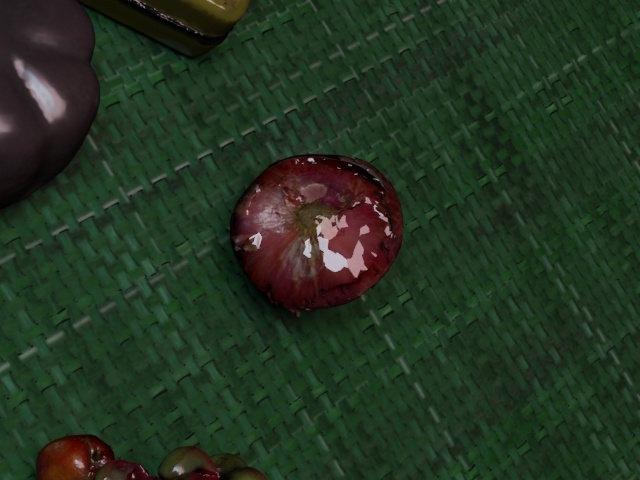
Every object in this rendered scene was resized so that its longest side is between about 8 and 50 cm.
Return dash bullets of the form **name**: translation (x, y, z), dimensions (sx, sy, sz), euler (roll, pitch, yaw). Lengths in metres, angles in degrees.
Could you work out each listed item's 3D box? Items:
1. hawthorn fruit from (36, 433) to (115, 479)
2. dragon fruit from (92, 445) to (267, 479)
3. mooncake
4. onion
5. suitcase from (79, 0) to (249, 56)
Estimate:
- **hawthorn fruit**: translation (-0.223, 0.211, 1.190), dimensions (0.077, 0.077, 0.077), euler (9, 69, -26)
- **dragon fruit**: translation (-0.120, 0.281, 1.152), dimensions (0.218, 0.198, 0.273), euler (44, 57, 1)
- **mooncake**: translation (-0.326, -0.154, 1.228), dimensions (0.245, 0.133, 0.244), euler (14, 60, -25)
- **onion**: translation (0.000, 0.000, 1.355), dimensions (0.184, 0.147, 0.184), euler (-7, 58, 12)
- **suitcase**: translation (-0.163, -0.325, 1.360), dimensions (0.235, 0.143, 0.193), euler (25, 63, -20)
